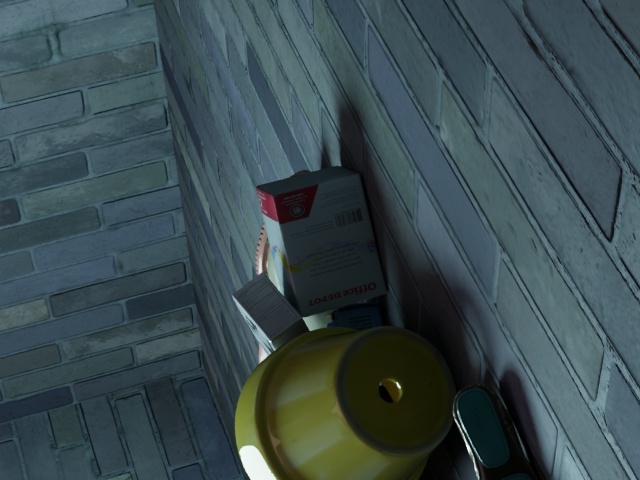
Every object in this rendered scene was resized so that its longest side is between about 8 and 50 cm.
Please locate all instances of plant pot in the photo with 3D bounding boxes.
[{"bbox_3d":[0.047,0.216,1.890,0.239,0.254,0.254,-43,62,60],"label":"plant pot"}]

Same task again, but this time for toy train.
[{"bbox_3d":[0.049,0.146,2.167,0.184,0.080,0.105,143,121,-81],"label":"toy train"}]

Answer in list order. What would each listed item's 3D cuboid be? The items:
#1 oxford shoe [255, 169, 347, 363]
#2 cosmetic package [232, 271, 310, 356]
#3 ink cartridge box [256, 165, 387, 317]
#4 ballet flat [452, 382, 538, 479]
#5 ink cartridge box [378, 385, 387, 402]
[{"bbox_3d":[-0.004,0.078,2.298,0.146,0.140,0.397,26,132,34],"label":"oxford shoe"},{"bbox_3d":[-0.047,0.147,2.108,0.099,0.060,0.239,50,172,33],"label":"cosmetic package"},{"bbox_3d":[0.000,0.000,2.071,0.127,0.128,0.176,-151,48,-74],"label":"ink cartridge box"},{"bbox_3d":[0.203,0.254,1.627,0.067,0.073,0.206,23,-130,-69],"label":"ballet flat"},{"bbox_3d":[0.090,0.354,2.142,0.307,0.072,0.303,19,-129,-69],"label":"ink cartridge box"}]
